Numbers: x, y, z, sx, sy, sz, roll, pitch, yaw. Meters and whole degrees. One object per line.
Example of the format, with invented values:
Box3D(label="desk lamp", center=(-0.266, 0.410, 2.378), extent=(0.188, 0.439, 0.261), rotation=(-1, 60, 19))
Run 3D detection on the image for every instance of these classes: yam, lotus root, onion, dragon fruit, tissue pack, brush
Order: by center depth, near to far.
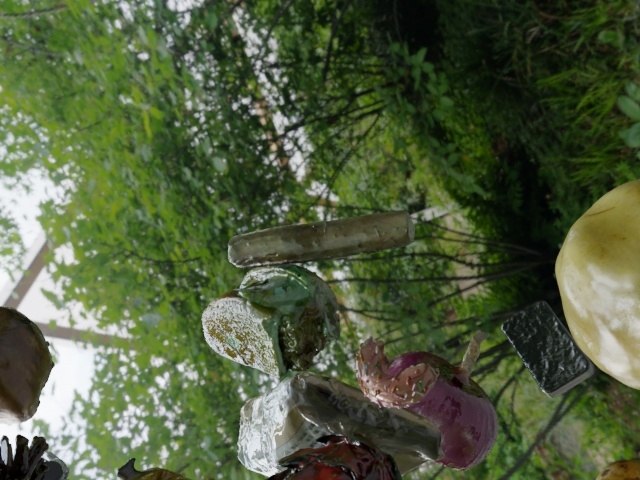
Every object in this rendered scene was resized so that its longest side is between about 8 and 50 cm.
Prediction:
Box3D(label="dragon fruit", center=(0.027, 0.363, 0.831), extent=(0.182, 0.188, 0.182), rotation=(52, 166, 19))
Box3D(label="yam", center=(0.000, 0.000, 1.001), extent=(0.067, 0.317, 0.071), rotation=(-67, -33, -72))
Box3D(label="tissue pack", center=(0.020, 0.436, 1.322), extent=(0.389, 0.375, 0.195), rotation=(28, -130, -18))
Box3D(label="brush", center=(0.506, 0.239, 1.338), extent=(0.059, 0.123, 0.197), rotation=(38, -160, -53))
Box3D(label="lotus root", center=(-0.864, 0.290, 1.528), extent=(0.250, 0.315, 0.316), rotation=(103, 157, -47))
Box3D(label="onion", center=(0.316, 0.438, 1.620), extent=(0.358, 0.357, 0.345), rotation=(-101, 17, -64))

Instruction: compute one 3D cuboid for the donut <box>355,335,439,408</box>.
Box3D(label="donut", center=(0.128, 0.258, 1.122), extent=(0.117, 0.165, 0.065), rotation=(-61, -35, -25))

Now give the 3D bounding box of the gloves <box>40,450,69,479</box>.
Box3D(label="gloves", center=(-0.723, 0.611, 1.553), extent=(0.229, 0.119, 0.097), rotation=(-20, 80, 58))

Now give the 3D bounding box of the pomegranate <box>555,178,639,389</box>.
Box3D(label="pomegranate", center=(0.530, 0.068, 0.911), extent=(0.332, 0.332, 0.333), rotation=(-22, -90, -85))

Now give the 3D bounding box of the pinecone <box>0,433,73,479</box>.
Box3D(label="pinecone", center=(-0.691, 0.594, 1.265), extent=(0.384, 0.384, 0.385), rotation=(-22, -90, -85))

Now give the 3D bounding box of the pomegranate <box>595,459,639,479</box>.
Box3D(label="pomegranate", center=(0.718, 0.600, 1.312), extent=(0.215, 0.215, 0.216), rotation=(-22, -90, -85))

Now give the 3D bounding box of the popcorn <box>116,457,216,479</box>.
Box3D(label="popcorn", center=(-0.252, 0.480, 0.933), extent=(0.297, 0.315, 0.281), rotation=(-20, -101, -46))

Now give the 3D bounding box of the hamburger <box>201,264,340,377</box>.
Box3D(label="hamburger", center=(-0.100, 0.141, 1.186), extent=(0.167, 0.287, 0.193), rotation=(-33, -52, -48))
